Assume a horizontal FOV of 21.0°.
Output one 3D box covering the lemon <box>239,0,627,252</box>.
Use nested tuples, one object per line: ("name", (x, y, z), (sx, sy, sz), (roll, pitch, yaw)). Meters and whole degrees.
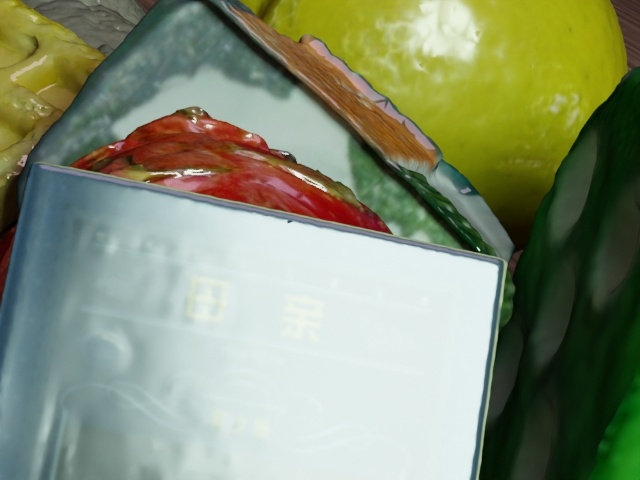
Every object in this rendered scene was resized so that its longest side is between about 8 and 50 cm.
("lemon", (0.073, -0.138, 1.355), (0.348, 0.348, 0.348), (18, 19, -6))

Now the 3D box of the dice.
("dice", (0.265, 0.078, 0.969), (0.297, 0.300, 0.287), (16, 17, -9))

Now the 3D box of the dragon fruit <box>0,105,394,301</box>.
("dragon fruit", (-0.057, 0.067, 0.779), (0.241, 0.241, 0.252), (21, 19, 3))

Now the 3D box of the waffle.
("waffle", (-0.258, -0.071, 1.086), (0.248, 0.055, 0.221), (-34, 50, -29))

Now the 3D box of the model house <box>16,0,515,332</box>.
("model house", (0.000, 0.000, 1.085), (0.271, 0.190, 0.301), (44, 14, 12))

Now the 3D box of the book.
("book", (-0.039, 0.118, 0.635), (0.191, 0.269, 0.025), (13, -14, -11))

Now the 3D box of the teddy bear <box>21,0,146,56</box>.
("teddy bear", (-0.190, -0.115, 1.283), (0.236, 0.151, 0.267), (12, 21, -28))
